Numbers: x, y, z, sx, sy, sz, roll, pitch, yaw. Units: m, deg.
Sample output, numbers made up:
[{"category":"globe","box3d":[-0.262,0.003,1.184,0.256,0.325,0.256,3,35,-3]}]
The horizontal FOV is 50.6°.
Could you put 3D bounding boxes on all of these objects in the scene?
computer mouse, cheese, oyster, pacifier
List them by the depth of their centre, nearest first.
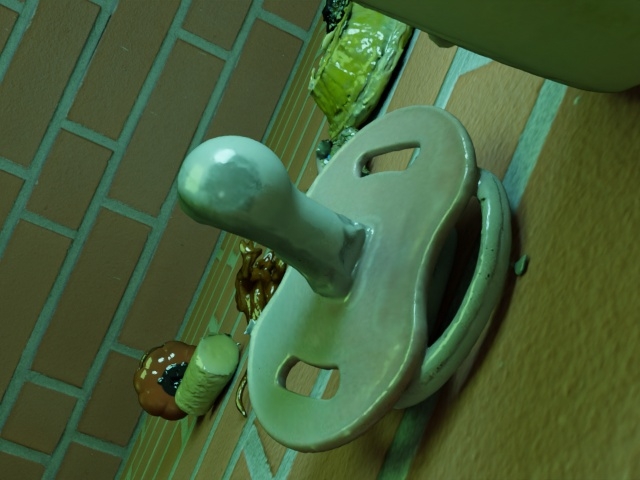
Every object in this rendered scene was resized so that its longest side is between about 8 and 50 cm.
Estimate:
[{"category":"pacifier","box3d":[0.012,0.013,0.597,0.220,0.273,0.332,96,-166,-74]},{"category":"oyster","box3d":[0.019,-0.089,1.063,0.259,0.092,0.198,-140,74,-87]},{"category":"computer mouse","box3d":[0.098,-0.492,1.397,0.077,0.146,0.242,48,116,46]},{"category":"cheese","box3d":[-0.244,0.286,1.451,0.123,0.093,0.167,-84,21,-49]}]

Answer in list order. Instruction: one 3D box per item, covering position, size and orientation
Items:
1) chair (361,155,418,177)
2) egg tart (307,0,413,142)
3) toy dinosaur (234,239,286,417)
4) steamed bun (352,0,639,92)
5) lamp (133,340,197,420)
[{"category":"chair","box3d":[0.043,-0.007,0.801,0.101,0.084,0.212,134,157,-69]},{"category":"egg tart","box3d":[0.061,-0.326,1.234,0.315,0.120,0.315,-157,90,-79]},{"category":"toy dinosaur","box3d":[-0.120,0.100,1.271,0.432,0.097,0.208,-81,5,-60]},{"category":"steamed bun","box3d":[0.131,-0.349,0.384,0.290,0.371,0.456,155,134,-70]},{"category":"lamp","box3d":[-0.347,0.330,1.601,0.164,0.187,0.188,-38,31,67]}]
